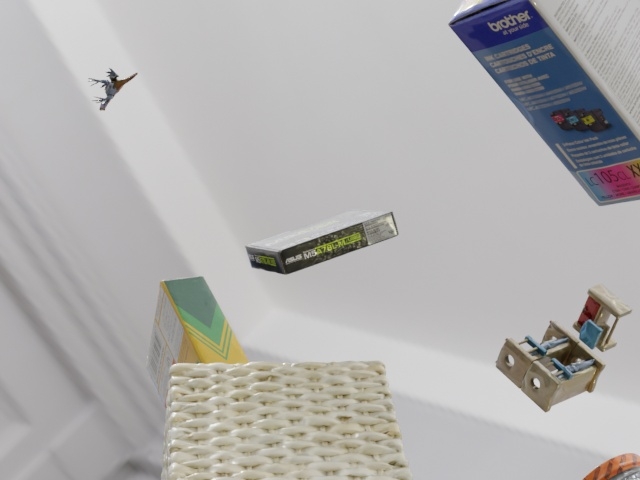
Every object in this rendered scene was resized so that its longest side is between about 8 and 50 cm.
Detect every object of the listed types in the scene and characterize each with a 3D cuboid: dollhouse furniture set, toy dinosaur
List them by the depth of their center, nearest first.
[{"bbox_3d":[-0.326,-0.230,2.292,0.090,0.047,0.082,7,-23,7],"label":"toy dinosaur"},{"bbox_3d":[0.402,0.162,2.442,0.129,0.129,0.184,43,-49,32],"label":"dollhouse furniture set"}]

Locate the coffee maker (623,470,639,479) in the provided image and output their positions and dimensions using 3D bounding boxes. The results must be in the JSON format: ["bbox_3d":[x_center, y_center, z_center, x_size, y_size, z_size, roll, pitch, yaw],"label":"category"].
[{"bbox_3d":[0.515,0.394,2.095,0.178,0.171,0.120,-173,-99,-79],"label":"coffee maker"}]

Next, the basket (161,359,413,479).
[{"bbox_3d":[-0.058,0.344,1.950,0.328,0.331,0.266,-102,-168,-62],"label":"basket"}]

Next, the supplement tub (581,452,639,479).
[{"bbox_3d":[0.535,0.497,2.289,0.316,0.193,0.193,53,-18,37],"label":"supplement tub"}]

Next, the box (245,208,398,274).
[{"bbox_3d":[0.000,0.000,2.227,0.184,0.190,0.045,-166,-122,-71],"label":"box"}]

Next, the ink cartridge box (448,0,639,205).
[{"bbox_3d":[0.337,-0.277,1.835,0.151,0.270,0.395,-11,-52,49],"label":"ink cartridge box"}]

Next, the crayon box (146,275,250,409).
[{"bbox_3d":[-0.190,0.238,2.411,0.323,0.083,0.203,-122,-144,-44],"label":"crayon box"}]
